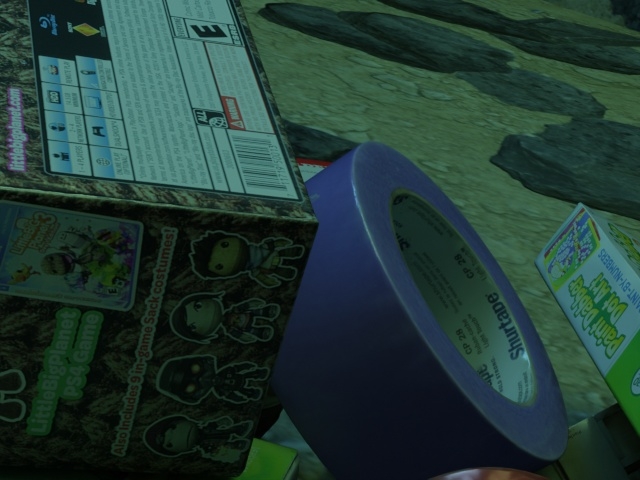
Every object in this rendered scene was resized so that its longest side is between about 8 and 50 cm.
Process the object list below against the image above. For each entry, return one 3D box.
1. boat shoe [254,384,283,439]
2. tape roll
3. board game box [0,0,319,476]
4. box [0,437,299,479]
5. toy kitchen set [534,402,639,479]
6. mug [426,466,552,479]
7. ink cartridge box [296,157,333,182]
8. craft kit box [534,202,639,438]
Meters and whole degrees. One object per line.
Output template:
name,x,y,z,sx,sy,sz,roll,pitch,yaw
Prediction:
boat shoe,-0.150,0.047,0.795,0.285,0.092,0.103,14,38,-6
tape roll,0.043,0.048,0.785,0.189,0.080,0.189,48,21,-25
board game box,-0.175,-0.029,0.670,0.291,0.141,0.232,6,32,-17
box,-0.187,0.112,0.634,0.322,0.058,0.232,16,19,6
toy kitchen set,0.152,0.140,0.846,0.083,0.075,0.068,-26,73,-12
mug,0.082,0.178,0.558,0.150,0.113,0.169,12,22,-1
ink cartridge box,0.000,0.000,1.052,0.134,0.078,0.231,6,20,-21
craft kit box,0.255,0.098,0.859,0.246,0.061,0.250,29,15,-15
